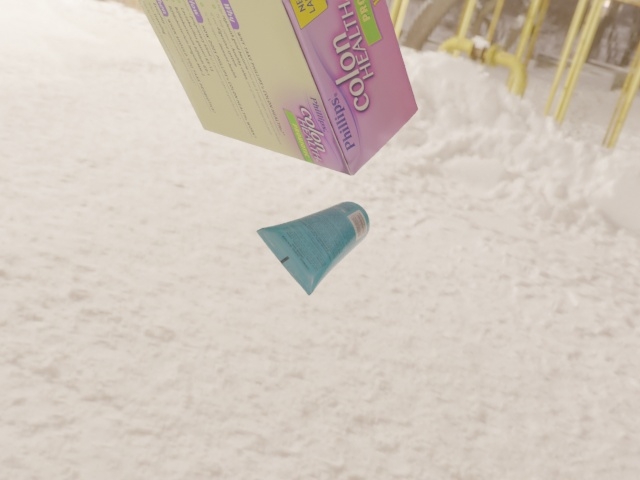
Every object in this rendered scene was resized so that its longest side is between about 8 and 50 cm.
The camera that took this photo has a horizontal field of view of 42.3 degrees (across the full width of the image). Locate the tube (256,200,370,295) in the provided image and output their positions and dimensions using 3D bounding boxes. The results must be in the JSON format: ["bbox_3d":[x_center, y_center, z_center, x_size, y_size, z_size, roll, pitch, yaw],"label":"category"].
[{"bbox_3d":[0.000,0.000,0.883,0.080,0.052,0.207,46,22,6],"label":"tube"}]

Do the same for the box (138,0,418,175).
[{"bbox_3d":[-0.050,-0.206,0.845,0.243,0.213,0.117,22,58,42],"label":"box"}]
